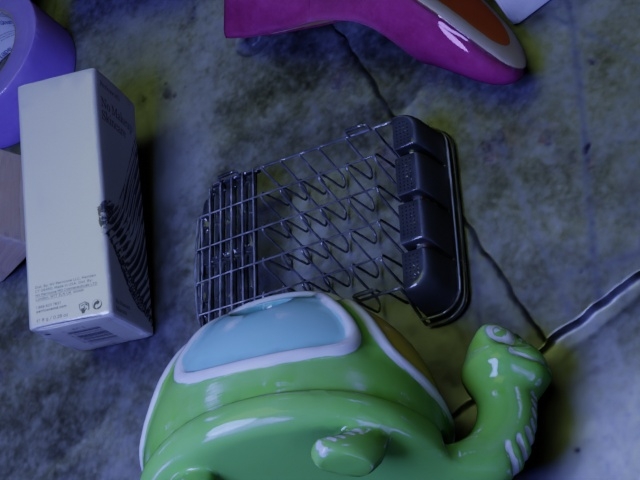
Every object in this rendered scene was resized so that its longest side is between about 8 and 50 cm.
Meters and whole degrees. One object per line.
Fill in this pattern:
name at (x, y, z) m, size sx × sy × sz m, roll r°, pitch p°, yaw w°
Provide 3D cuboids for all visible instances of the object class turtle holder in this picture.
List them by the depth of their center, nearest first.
turtle holder at (0.006, 0.145, 1.015) m, size 0.320 × 0.243 × 0.227 m, roll -34°, pitch 35°, yaw 24°

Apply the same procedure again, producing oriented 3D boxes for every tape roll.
tape roll at (-0.406, -0.215, 1.558) m, size 0.189 × 0.080 × 0.189 m, roll -15°, pitch 60°, yaw 26°

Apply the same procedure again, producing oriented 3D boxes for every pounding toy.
pounding toy at (-0.393, -0.018, 1.419) m, size 0.141 × 0.100 × 0.130 m, roll -36°, pitch 46°, yaw 47°

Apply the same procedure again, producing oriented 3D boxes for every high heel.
high heel at (0.046, -0.211, 1.285) m, size 0.377 × 0.127 × 0.181 m, roll 43°, pitch 121°, yaw 35°

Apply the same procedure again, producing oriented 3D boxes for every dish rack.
dish rack at (0.000, 0.000, 1.201) m, size 0.271 × 0.074 × 0.208 m, roll -17°, pitch 57°, yaw 26°

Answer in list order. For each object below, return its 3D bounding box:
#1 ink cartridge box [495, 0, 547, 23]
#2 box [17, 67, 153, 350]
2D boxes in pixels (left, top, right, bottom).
ink cartridge box at (0.180, -0.416, 1.269) m, size 0.207 × 0.119 × 0.353 m, roll -36°, pitch 53°, yaw 12°
box at (-0.247, -0.031, 1.307) m, size 0.094 × 0.113 × 0.275 m, roll -12°, pitch 72°, yaw 13°
